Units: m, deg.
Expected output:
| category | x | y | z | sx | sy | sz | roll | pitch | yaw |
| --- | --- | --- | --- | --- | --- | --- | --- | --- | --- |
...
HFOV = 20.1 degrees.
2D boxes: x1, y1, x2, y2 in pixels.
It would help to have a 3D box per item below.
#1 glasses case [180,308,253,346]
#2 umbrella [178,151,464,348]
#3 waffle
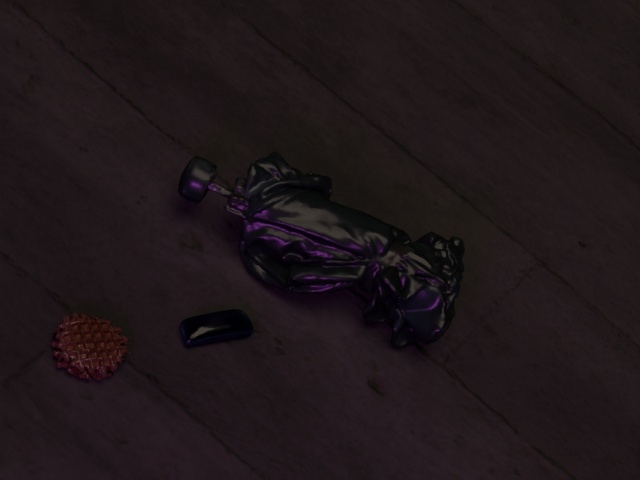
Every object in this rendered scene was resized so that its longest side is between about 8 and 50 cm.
| category | x | y | z | sx | sy | sz | roll | pitch | yaw |
| --- | --- | --- | --- | --- | --- | --- | --- | --- | --- |
| glasses case | -0.114 | 0.094 | 1.987 | 0.083 | 0.023 | 0.033 | -9 | 61 | -28 |
| umbrella | 0.000 | -0.001 | 2.059 | 0.349 | 0.094 | 0.143 | 23 | 56 | -2 |
| waffle | -0.244 | 0.113 | 1.917 | 0.083 | 0.029 | 0.075 | 26 | 50 | -5 |
